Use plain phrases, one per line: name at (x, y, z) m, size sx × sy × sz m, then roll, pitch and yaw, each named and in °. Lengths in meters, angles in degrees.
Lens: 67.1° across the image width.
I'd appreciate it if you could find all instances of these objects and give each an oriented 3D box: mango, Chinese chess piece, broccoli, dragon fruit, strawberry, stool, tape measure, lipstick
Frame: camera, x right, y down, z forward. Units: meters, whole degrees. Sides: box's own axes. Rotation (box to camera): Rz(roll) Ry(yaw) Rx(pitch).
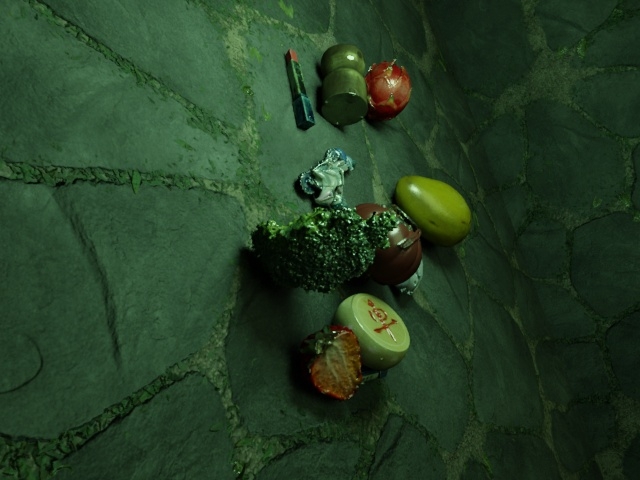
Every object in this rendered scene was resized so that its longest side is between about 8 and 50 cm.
mango at (0.493, -0.144, 2.114) m, size 0.445 × 0.220 × 0.302 m, roll 34°, pitch 49°, yaw -33°
Chinese chess piece at (0.158, 0.275, 1.478) m, size 0.250 × 0.097 × 0.251 m, roll 30°, pitch 27°, yaw -17°
broccoli at (-0.031, -0.003, 1.363) m, size 0.352 × 0.397 × 0.275 m, roll 6°, pitch 103°, yaw -30°
dragon fruit at (0.279, -0.642, 2.094) m, size 0.241 × 0.252 × 0.241 m, roll 45°, pitch 3°, yaw -3°
strawberry at (0.021, 0.339, 1.344) m, size 0.190 × 0.111 × 0.237 m, roll -39°, pitch 122°, yaw -24°
stool at (0.090, -0.603, 1.874) m, size 0.179 × 0.179 × 0.264 m, roll 28°, pitch 50°, yaw -41°
tape measure at (0.320, 0.084, 1.854) m, size 0.197 × 0.120 × 0.236 m, roll -33°, pitch 103°, yaw -56°
lipstick at (-0.079, -0.549, 1.739) m, size 0.051 × 0.051 × 0.313 m, roll 8°, pitch 64°, yaw -48°

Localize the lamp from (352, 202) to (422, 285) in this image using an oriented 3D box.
lamp at (0.199, 0.010, 1.606) m, size 0.303 × 0.257 × 0.303 m, roll 44°, pitch 4°, yaw -4°

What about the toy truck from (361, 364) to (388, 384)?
toy truck at (0.134, 0.393, 1.482) m, size 0.201 × 0.074 × 0.088 m, roll 7°, pitch 71°, yaw -50°

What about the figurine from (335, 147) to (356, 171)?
figurine at (0.081, -0.292, 1.785) m, size 0.086 × 0.087 × 0.149 m, roll 39°, pitch 24°, yaw 27°

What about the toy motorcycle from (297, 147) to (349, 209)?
toy motorcycle at (0.037, -0.187, 1.649) m, size 0.239 × 0.108 × 0.204 m, roll -43°, pitch 104°, yaw -23°
